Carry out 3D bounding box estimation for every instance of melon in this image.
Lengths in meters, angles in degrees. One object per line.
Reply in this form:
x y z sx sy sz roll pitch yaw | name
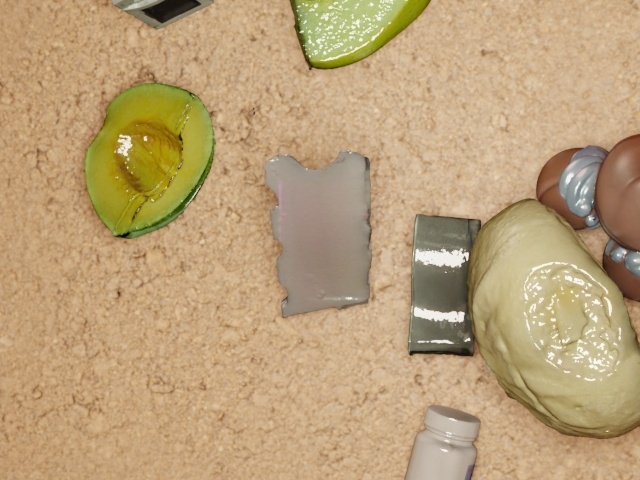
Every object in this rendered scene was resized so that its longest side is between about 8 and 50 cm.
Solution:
-0.286 -0.144 1.703 0.169 0.129 0.265 34 100 31 | melon

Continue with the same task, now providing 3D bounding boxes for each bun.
0.325 0.129 1.463 0.202 0.364 0.364 -29 85 6 | bun

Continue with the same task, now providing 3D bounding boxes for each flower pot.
0.198 0.074 1.616 0.108 0.103 0.229 2 90 9 | flower pot

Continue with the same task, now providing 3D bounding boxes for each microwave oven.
-0.273 -0.449 1.645 0.122 0.208 0.162 -23 86 10 | microwave oven

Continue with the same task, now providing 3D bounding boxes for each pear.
0.060 -0.427 1.614 0.292 0.159 0.292 0 93 8 | pear

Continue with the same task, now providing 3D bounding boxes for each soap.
0.000 0.000 1.561 0.159 0.302 0.257 -1 90 3 | soap

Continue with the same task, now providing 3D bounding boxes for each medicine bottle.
0.191 0.365 1.619 0.103 0.103 0.186 15 92 10 | medicine bottle

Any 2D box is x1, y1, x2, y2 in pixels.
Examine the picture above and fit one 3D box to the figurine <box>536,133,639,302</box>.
0.540 -0.118 1.505 0.388 0.248 0.276 -41 81 -1 | figurine
